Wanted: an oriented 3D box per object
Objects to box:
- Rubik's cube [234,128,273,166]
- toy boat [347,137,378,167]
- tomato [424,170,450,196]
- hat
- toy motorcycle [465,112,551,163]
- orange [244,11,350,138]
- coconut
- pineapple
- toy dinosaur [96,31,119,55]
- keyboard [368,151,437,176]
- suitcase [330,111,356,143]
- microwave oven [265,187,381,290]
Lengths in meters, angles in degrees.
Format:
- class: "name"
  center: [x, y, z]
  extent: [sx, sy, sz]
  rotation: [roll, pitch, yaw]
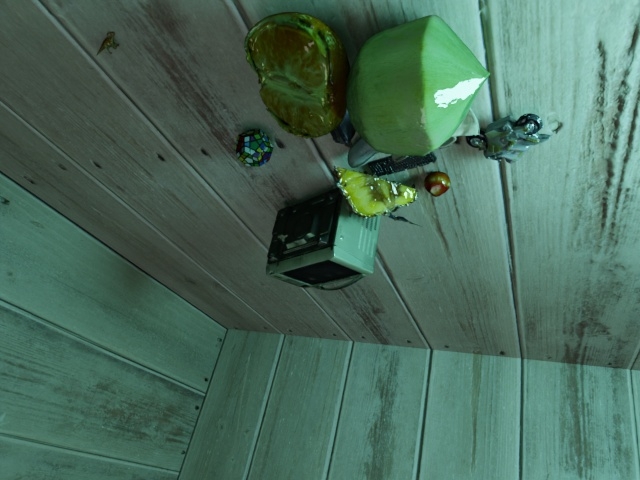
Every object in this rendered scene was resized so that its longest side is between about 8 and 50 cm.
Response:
- class: "Rubik's cube"
  center: [-0.226, -0.315, 1.582]
  extent: [0.112, 0.133, 0.133]
  rotation: [-34, 132, 21]
- class: "toy boat"
  center: [0.163, -0.299, 1.467]
  extent: [0.085, 0.078, 0.260]
  rotation: [2, 159, -30]
- class: "tomato"
  center: [0.392, -0.188, 1.559]
  extent: [0.087, 0.075, 0.087]
  rotation: [11, 148, 7]
- class: "hat"
  center: [0.309, -0.320, 1.335]
  extent: [0.226, 0.219, 0.164]
  rotation: [30, 135, 57]
- class: "toy motorcycle"
  center: [0.535, -0.279, 1.321]
  extent: [0.152, 0.073, 0.225]
  rotation: [41, 152, -27]
- class: "orange"
  center: [-0.049, -0.430, 1.187]
  extent: [0.263, 0.196, 0.334]
  rotation: [9, 153, 20]
- class: "coconut"
  center: [0.226, -0.355, 1.089]
  extent: [0.328, 0.328, 0.281]
  rotation: [-4, 151, 31]
- class: "pineapple"
  center: [0.185, -0.143, 1.634]
  extent: [0.335, 0.158, 0.161]
  rotation: [9, 175, -8]
- class: "toy dinosaur"
  center: [-0.628, -0.575, 1.380]
  extent: [0.041, 0.026, 0.113]
  rotation: [38, 136, -25]
- class: "keyboard"
  center: [0.267, -0.259, 1.545]
  extent: [0.231, 0.023, 0.072]
  rotation: [-10, 141, 39]
- class: "suitcase"
  center: [0.061, -0.355, 1.398]
  extent: [0.059, 0.086, 0.126]
  rotation: [16, 156, 32]
- class: "microwave oven"
  center: [0.000, 0.000, 1.819]
  extent: [0.247, 0.333, 0.394]
  rotation: [30, 148, -35]
